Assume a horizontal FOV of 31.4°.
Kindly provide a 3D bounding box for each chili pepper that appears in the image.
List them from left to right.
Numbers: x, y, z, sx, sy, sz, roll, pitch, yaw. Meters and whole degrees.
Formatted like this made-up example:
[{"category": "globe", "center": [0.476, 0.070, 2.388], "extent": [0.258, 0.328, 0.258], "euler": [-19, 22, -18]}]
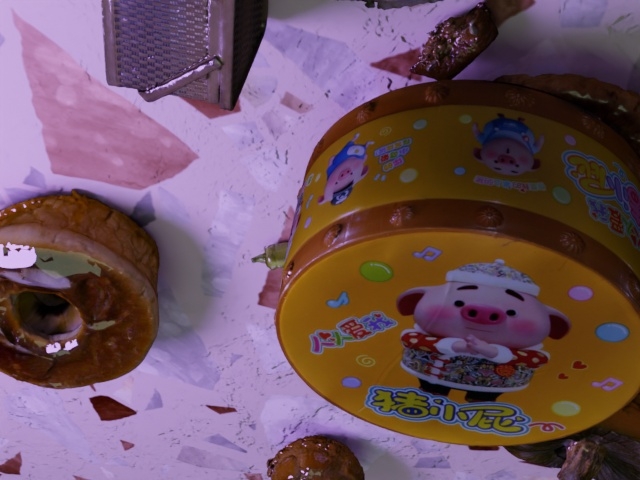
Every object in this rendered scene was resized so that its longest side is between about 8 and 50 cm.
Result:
[{"category": "chili pepper", "center": [0.001, 0.000, 1.537], "extent": [0.208, 0.043, 0.049], "euler": [-24, 101, 30]}]

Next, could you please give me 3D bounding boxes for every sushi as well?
[{"category": "sushi", "center": [0.144, -0.216, 1.245], "extent": [0.060, 0.061, 0.118], "euler": [39, 114, -13]}]

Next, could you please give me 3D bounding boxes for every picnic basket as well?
[{"category": "picnic basket", "center": [-0.135, -0.280, 1.170], "extent": [0.139, 0.165, 0.266], "euler": [12, 138, 5]}]

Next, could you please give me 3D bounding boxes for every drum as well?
[{"category": "drum", "center": [0.162, 0.040, 1.277], "extent": [0.431, 0.214, 0.431], "euler": [6, 141, 5]}]

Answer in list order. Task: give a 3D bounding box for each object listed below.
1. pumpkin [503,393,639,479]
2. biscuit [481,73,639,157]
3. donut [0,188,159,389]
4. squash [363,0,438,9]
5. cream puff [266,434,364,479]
[{"category": "pumpkin", "center": [0.369, 0.241, 1.551], "extent": [0.317, 0.221, 0.139], "euler": [23, 137, -11]}, {"category": "biscuit", "center": [0.250, -0.088, 1.332], "extent": [0.334, 0.081, 0.289], "euler": [-4, 139, 19]}, {"category": "donut", "center": [-0.383, 0.068, 1.647], "extent": [0.330, 0.160, 0.330], "euler": [0, 135, 0]}, {"category": "squash", "center": [0.139, -0.291, 1.027], "extent": [0.210, 0.233, 0.309], "euler": [39, 132, -11]}, {"category": "cream puff", "center": [-0.009, 0.387, 1.903], "extent": [0.165, 0.115, 0.150], "euler": [6, 146, -4]}]
